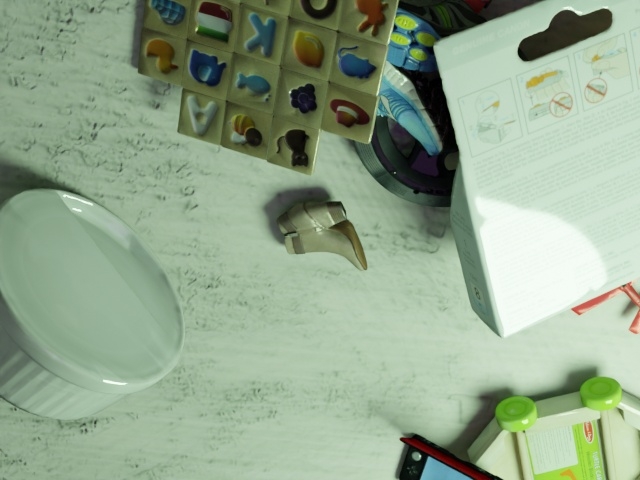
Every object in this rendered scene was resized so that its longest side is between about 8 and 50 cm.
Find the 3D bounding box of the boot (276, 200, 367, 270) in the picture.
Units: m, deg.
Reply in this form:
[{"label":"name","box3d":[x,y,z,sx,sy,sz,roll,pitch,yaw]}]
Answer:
[{"label":"boot","box3d":[0.000,0.000,1.505,0.086,0.042,0.118,-18,118,11]}]

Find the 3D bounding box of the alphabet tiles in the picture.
[{"label":"alphabet tiles","box3d":[-0.059,-0.248,1.305,0.285,0.011,0.343,18,118,13]}]

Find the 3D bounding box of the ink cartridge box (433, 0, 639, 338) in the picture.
[{"label":"ink cartridge box","box3d":[0.290,-0.112,1.411,0.308,0.091,0.385,-22,117,-10]}]

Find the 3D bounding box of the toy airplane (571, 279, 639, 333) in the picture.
[{"label":"toy airplane","box3d":[0.402,0.066,1.590,0.151,0.028,0.151,-3,118,-6]}]

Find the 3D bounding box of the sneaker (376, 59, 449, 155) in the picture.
[{"label":"sneaker","box3d":[0.085,-0.160,1.377,0.073,0.063,0.162,-31,107,31]}]

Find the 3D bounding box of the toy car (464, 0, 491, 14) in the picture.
[{"label":"toy car","box3d":[0.207,-0.370,1.293,0.239,0.053,0.225,-19,111,22]}]

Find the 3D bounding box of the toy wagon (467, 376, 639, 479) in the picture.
[{"label":"toy wagon","box3d":[0.386,0.311,1.701,0.344,0.068,0.267,-14,120,1]}]

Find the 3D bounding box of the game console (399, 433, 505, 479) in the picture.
[{"label":"game console","box3d":[0.168,0.329,1.640,0.144,0.085,0.124,26,119,20]}]

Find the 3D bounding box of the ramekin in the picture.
[{"label":"ramekin","box3d":[-0.297,0.082,1.395,0.273,0.273,0.127,36,121,-23]}]

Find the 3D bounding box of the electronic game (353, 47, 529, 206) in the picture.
[{"label":"electronic game","box3d":[0.148,-0.148,1.431,0.229,0.048,0.229,-1,112,-2]}]

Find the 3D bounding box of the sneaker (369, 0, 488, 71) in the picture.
[{"label":"sneaker","box3d":[0.125,-0.229,1.330,0.188,0.078,0.067,9,138,-24]}]
